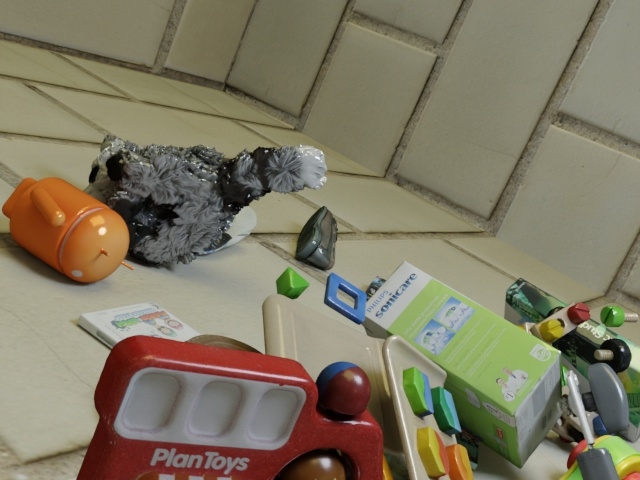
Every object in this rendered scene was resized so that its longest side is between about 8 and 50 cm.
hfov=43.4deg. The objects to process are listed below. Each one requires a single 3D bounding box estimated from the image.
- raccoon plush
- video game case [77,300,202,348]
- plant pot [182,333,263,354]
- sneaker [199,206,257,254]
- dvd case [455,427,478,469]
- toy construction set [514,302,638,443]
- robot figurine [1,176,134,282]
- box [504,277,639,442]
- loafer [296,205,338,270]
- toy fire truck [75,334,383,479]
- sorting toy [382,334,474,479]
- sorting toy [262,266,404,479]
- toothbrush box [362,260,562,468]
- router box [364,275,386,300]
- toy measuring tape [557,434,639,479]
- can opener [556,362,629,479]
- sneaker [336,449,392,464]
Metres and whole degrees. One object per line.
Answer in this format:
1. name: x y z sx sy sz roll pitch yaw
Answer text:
1. raccoon plush: -0.234 -0.104 1.519 0.447 0.216 0.299 -4 22 -14
2. video game case: -0.242 0.137 1.151 0.143 0.019 0.157 30 16 23
3. plant pot: -0.125 0.189 0.972 0.237 0.109 0.237 21 14 -6
4. sneaker: -0.219 -0.012 1.630 0.085 0.086 0.237 55 34 8
5. dvd case: 0.204 0.306 1.246 0.087 0.013 0.119 25 13 6
6. toy construction set: 0.355 0.227 1.424 0.237 0.257 0.309 3 1 -23
7. robot figurine: -0.391 -0.016 1.249 0.219 0.158 0.128 29 38 19
8. box: 0.506 0.236 1.587 0.322 0.232 0.058 32 60 33
9. loafer: 0.000 0.000 1.902 0.084 0.096 0.267 41 19 -9
10. toy fire truck: -0.066 0.213 0.688 0.302 0.253 0.169 14 18 -32
11. sorting toy: 0.142 0.238 1.000 0.193 0.038 0.208 41 37 -52
12. sorting toy: 0.012 0.172 0.995 0.196 0.047 0.347 24 35 -27
13. toothbrush box: 0.215 0.188 1.226 0.283 0.122 0.206 30 -23 34
14. router box: 0.161 0.127 1.757 0.122 0.038 0.092 26 16 8
15. toy measuring tape: 0.392 0.348 1.187 0.330 0.121 0.121 10 20 -41
16. can opener: 0.396 0.307 1.105 0.074 0.093 0.280 33 44 -60
17. sneaker: 0.072 0.223 1.067 0.094 0.151 0.256 26 16 5
